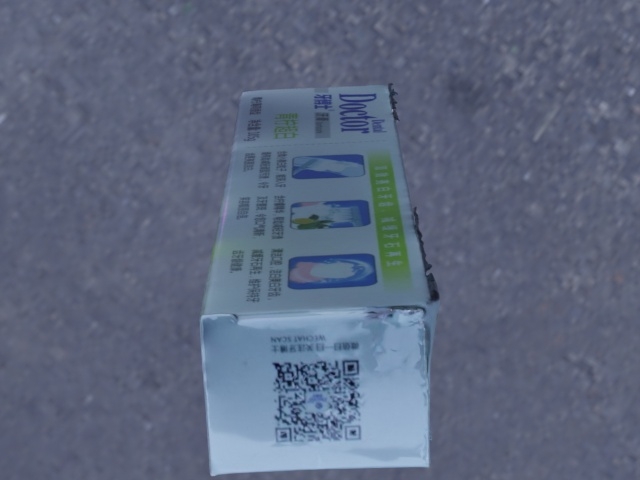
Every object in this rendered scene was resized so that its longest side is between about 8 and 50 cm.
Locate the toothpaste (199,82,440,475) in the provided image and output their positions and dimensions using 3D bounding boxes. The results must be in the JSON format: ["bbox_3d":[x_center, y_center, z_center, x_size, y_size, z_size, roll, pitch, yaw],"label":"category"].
[{"bbox_3d":[0.000,0.000,0.728,0.081,0.336,0.067,-2,107,0],"label":"toothpaste"}]
